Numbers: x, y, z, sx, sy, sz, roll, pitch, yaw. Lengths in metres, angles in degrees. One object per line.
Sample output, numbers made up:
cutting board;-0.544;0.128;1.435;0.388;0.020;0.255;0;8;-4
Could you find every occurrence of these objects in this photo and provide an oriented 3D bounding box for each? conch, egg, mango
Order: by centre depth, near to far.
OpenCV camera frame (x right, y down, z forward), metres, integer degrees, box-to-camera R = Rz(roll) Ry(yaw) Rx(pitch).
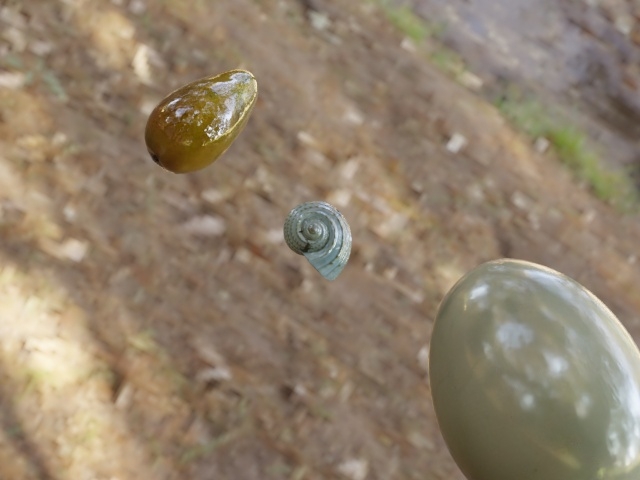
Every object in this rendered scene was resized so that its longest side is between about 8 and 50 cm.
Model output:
egg;0.188;0.131;1.460;0.186;0.186;0.242;-19;76;-55
conch;0.003;-0.002;1.599;0.076;0.056;0.085;56;16;6
mango;-0.130;-0.133;1.880;0.089;0.111;0.163;53;31;-3
